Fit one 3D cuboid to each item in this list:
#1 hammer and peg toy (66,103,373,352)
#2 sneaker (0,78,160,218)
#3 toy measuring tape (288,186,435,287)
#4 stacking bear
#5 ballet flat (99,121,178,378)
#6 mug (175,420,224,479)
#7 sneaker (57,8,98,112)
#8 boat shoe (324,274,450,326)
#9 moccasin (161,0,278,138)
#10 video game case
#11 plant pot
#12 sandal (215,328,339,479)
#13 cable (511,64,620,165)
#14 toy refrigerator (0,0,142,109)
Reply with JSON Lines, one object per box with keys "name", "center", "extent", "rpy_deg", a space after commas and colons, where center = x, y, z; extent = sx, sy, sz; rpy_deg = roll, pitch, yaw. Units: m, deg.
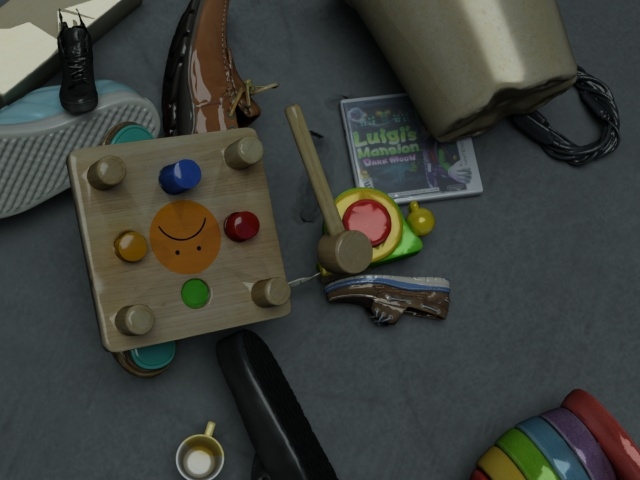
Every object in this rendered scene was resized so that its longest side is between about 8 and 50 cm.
{"name": "hammer and peg toy", "center": [-0.129, -0.020, 1.379], "extent": [0.361, 0.127, 0.266], "rpy_deg": [-12, 89, -26]}
{"name": "sneaker", "center": [-0.413, -0.132, 1.482], "extent": [0.366, 0.135, 0.150], "rpy_deg": [-17, 33, -23]}
{"name": "toy measuring tape", "center": [0.000, 0.000, 1.506], "extent": [0.330, 0.121, 0.121], "rpy_deg": [-16, 76, -6]}
{"name": "stacking bear", "center": [0.269, 0.339, 1.421], "extent": [0.289, 0.175, 0.164], "rpy_deg": [-32, 82, -8]}
{"name": "ballet flat", "center": [-0.263, 0.017, 1.452], "extent": [0.116, 0.124, 0.342], "rpy_deg": [-7, 86, -32]}
{"name": "mug", "center": [-0.154, 0.287, 1.421], "extent": [0.078, 0.064, 0.062], "rpy_deg": [-39, 82, -17]}
{"name": "sneaker", "center": [-0.331, -0.244, 1.445], "extent": [0.051, 0.089, 0.170], "rpy_deg": [-7, 33, -8]}
{"name": "boat shoe", "center": [0.097, 0.086, 1.513], "extent": [0.183, 0.066, 0.066], "rpy_deg": [-1, 75, -8]}
{"name": "moccasin", "center": [-0.144, -0.181, 1.526], "extent": [0.147, 0.139, 0.380], "rpy_deg": [4, 69, -21]}
{"name": "video game case", "center": [0.135, -0.139, 1.608], "extent": [0.190, 0.022, 0.173], "rpy_deg": [-8, 74, -10]}
{"name": "plant pot", "center": [0.207, -0.320, 1.522], "extent": [0.334, 0.334, 0.305], "rpy_deg": [-21, 83, -13]}
{"name": "sandal", "center": [-0.042, 0.332, 1.395], "extent": [0.107, 0.167, 0.445], "rpy_deg": [-30, 71, 11]}
{"name": "cable", "center": [0.382, -0.200, 1.652], "extent": [0.184, 0.047, 0.150], "rpy_deg": [34, 67, 6]}
{"name": "toy refrigerator", "center": [-0.389, -0.314, 1.556], "extent": [0.102, 0.094, 0.269], "rpy_deg": [45, 74, -1]}
